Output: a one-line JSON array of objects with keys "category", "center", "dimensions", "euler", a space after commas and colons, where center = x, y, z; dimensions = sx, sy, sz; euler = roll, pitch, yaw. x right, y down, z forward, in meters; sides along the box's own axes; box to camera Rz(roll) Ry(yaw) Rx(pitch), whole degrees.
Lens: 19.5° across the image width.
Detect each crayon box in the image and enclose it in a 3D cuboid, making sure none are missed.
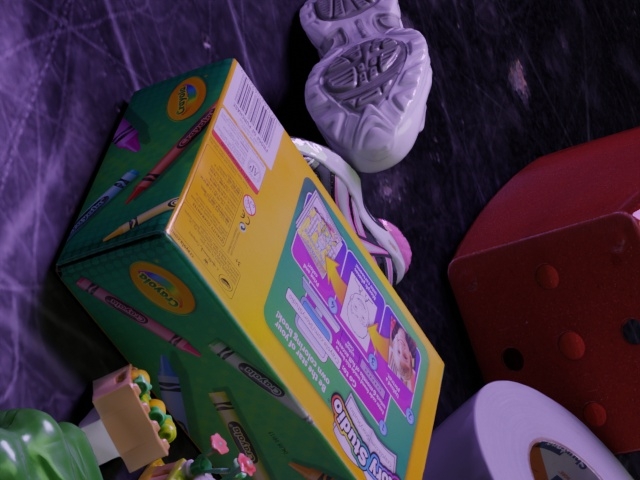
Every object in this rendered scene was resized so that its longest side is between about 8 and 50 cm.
[{"category": "crayon box", "center": [-0.031, 0.050, 1.130], "dimensions": [0.278, 0.081, 0.165], "euler": [55, 32, -30]}]

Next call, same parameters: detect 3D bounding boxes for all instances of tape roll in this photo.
[{"category": "tape roll", "center": [0.162, 0.207, 1.321], "dimensions": [0.219, 0.072, 0.219], "euler": [38, 24, -20]}]

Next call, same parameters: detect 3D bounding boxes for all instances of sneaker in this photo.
[{"category": "sneaker", "center": [0.000, 0.000, 1.237], "dimensions": [0.178, 0.072, 0.077], "euler": [41, 51, -36]}, {"category": "sneaker", "center": [0.045, -0.098, 1.319], "dimensions": [0.232, 0.090, 0.115], "euler": [-92, 162, -59]}]

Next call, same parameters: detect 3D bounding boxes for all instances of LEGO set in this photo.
[{"category": "LEGO set", "center": [-0.036, 0.200, 1.002], "dimensions": [0.132, 0.107, 0.287], "euler": [13, 63, -59]}]

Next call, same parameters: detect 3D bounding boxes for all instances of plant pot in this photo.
[{"category": "plant pot", "center": [0.258, 0.051, 1.499], "dimensions": [0.236, 0.267, 0.267], "euler": [-21, 93, -50]}]

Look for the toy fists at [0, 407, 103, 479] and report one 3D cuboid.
[{"category": "toy fists", "center": [-0.178, 0.147, 0.786], "dimensions": [0.279, 0.096, 0.142], "euler": [-1, 90, -61]}]
